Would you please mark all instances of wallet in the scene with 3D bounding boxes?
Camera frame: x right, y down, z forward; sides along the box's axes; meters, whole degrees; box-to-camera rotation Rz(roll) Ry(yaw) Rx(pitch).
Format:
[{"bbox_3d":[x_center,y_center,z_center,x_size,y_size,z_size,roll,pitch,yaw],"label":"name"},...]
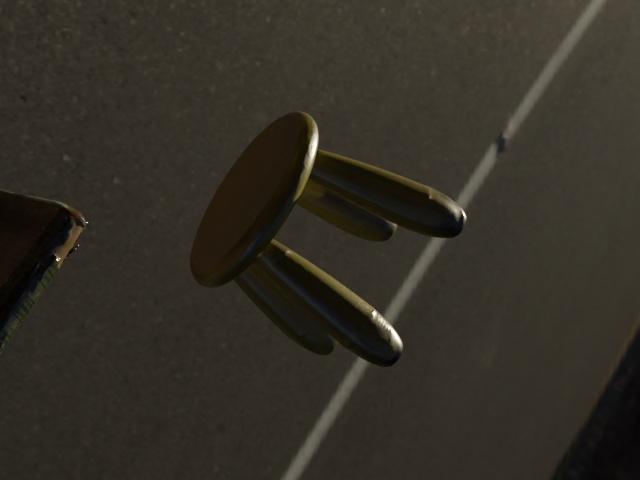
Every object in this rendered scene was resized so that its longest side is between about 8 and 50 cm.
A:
[{"bbox_3d":[-0.325,0.093,0.859,0.044,0.169,0.317,50,61,-43],"label":"wallet"}]

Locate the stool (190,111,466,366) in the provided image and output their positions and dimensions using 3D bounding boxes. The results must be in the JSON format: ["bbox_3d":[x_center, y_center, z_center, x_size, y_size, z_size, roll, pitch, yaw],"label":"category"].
[{"bbox_3d":[0.000,0.000,0.597,0.134,0.110,0.135,-44,-157,28],"label":"stool"}]
